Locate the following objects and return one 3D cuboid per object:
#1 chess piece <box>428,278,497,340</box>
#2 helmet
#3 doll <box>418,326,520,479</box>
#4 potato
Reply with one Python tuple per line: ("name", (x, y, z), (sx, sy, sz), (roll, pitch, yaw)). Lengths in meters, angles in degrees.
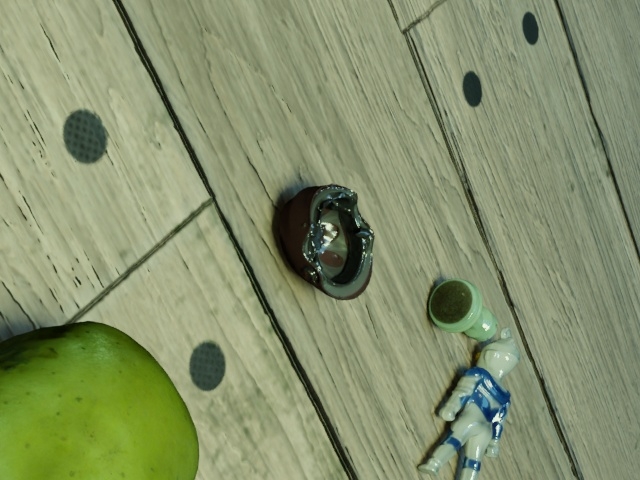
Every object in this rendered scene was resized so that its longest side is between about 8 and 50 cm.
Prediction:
("chess piece", (0.183, 0.092, 1.333), (0.103, 0.067, 0.067), (34, 61, -53))
("helmet", (0.000, 0.000, 1.113), (0.098, 0.070, 0.123), (-36, 121, -39))
("doll", (0.197, 0.210, 1.343), (0.114, 0.057, 0.227), (45, 63, -30))
("potato", (-0.212, 0.184, 0.743), (0.215, 0.216, 0.304), (64, 33, -23))
